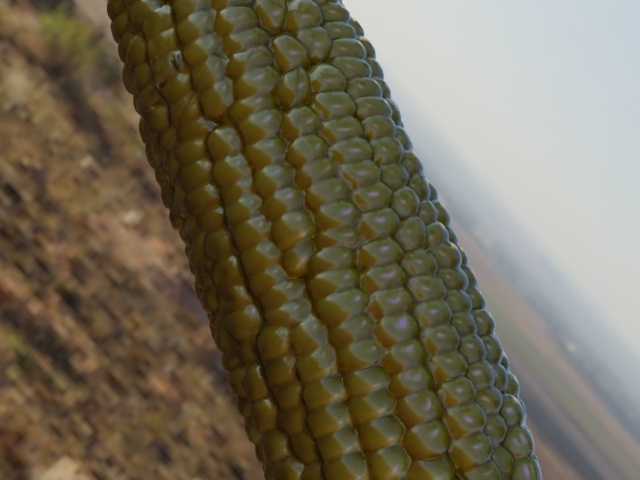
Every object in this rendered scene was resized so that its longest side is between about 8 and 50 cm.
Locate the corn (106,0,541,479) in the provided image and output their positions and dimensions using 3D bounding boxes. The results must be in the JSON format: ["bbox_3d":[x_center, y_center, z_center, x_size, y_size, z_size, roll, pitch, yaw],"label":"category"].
[{"bbox_3d":[0.000,0.000,0.684,0.101,0.101,0.310,26,44,-77],"label":"corn"}]
